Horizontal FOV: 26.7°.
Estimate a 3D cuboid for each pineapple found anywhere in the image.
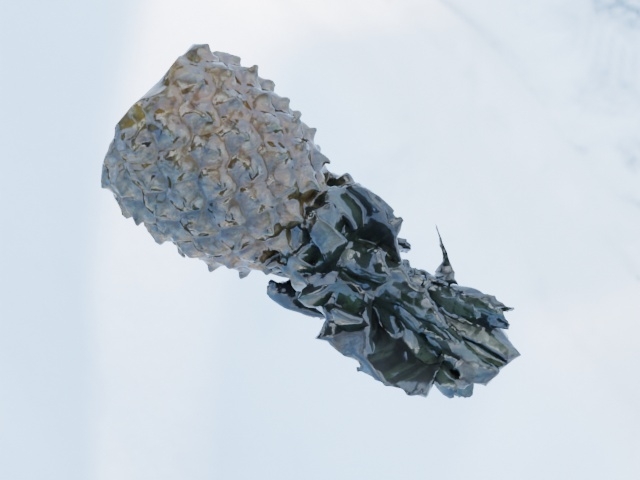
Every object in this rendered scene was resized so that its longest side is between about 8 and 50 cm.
[{"bbox_3d":[0.000,0.000,0.477,0.159,0.074,0.074,38,139,-5],"label":"pineapple"}]
